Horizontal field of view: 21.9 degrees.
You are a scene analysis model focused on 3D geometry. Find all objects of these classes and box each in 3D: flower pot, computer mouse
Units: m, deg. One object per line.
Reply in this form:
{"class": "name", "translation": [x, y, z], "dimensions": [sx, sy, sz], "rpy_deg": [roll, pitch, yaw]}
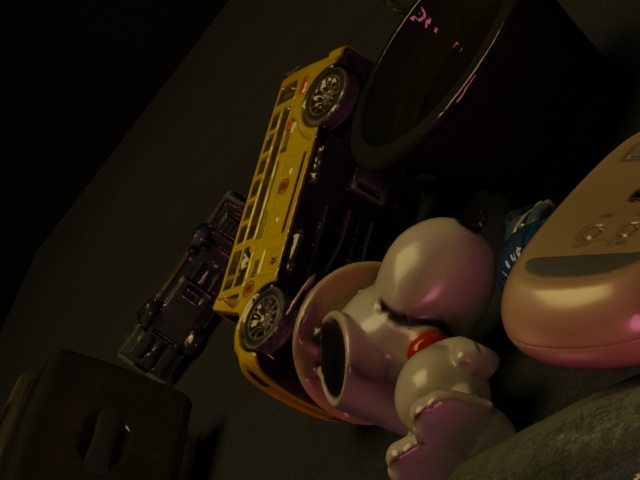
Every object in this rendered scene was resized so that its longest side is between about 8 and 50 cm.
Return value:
{"class": "flower pot", "translation": [0.149, -0.126, 1.393], "dimensions": [0.235, 0.148, 0.235], "rpy_deg": [-50, 20, 25]}
{"class": "computer mouse", "translation": [0.204, 0.004, 0.989], "dimensions": [0.145, 0.082, 0.236], "rpy_deg": [-6, 27, 41]}

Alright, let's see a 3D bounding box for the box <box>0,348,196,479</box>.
{"class": "box", "translation": [-0.258, 0.268, 1.799], "dimensions": [0.290, 0.220, 0.166], "rpy_deg": [-80, 14, -53]}

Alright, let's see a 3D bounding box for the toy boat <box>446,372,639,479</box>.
{"class": "toy boat", "translation": [0.176, 0.141, 0.914], "dimensions": [0.319, 0.092, 0.141], "rpy_deg": [-36, 25, 40]}

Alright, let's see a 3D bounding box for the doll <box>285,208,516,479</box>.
{"class": "doll", "translation": [0.059, 0.104, 1.252], "dimensions": [0.208, 0.144, 0.271], "rpy_deg": [-55, 20, 37]}

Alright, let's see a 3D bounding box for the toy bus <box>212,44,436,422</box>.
{"class": "toy bus", "translation": [0.000, 0.000, 1.511], "dimensions": [0.152, 0.144, 0.330], "rpy_deg": [-13, 55, 50]}

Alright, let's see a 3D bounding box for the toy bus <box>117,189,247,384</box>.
{"class": "toy bus", "translation": [-0.158, 0.058, 2.146], "dimensions": [0.268, 0.092, 0.106], "rpy_deg": [-55, 5, 14]}

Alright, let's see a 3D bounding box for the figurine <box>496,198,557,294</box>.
{"class": "figurine", "translation": [0.159, 0.009, 1.248], "dimensions": [0.136, 0.079, 0.077], "rpy_deg": [-137, 38, -70]}

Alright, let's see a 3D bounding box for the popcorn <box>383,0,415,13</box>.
{"class": "popcorn", "translation": [0.118, -0.339, 1.992], "dimensions": [0.141, 0.162, 0.136], "rpy_deg": [-39, -48, -64]}
